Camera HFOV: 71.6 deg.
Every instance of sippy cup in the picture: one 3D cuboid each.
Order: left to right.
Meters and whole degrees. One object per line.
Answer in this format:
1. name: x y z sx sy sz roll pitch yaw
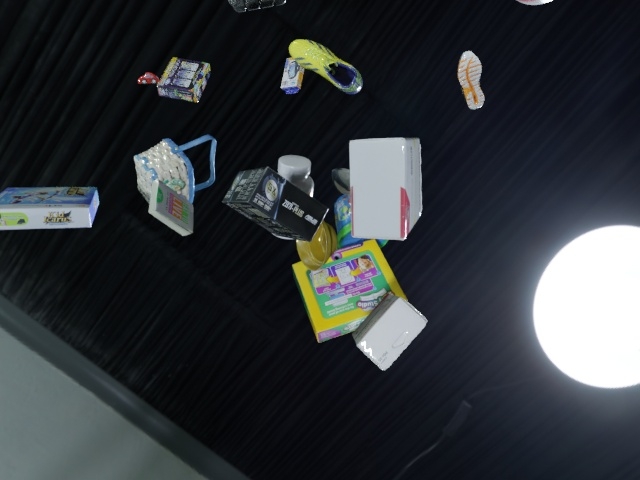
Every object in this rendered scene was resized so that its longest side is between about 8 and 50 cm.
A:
1. sippy cup: 0.161 -0.086 1.929 0.240 0.305 0.224 67 6 -54

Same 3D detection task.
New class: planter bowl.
1. planter bowl: 0.000 0.000 1.645 0.090 0.217 0.217 -7 44 -33

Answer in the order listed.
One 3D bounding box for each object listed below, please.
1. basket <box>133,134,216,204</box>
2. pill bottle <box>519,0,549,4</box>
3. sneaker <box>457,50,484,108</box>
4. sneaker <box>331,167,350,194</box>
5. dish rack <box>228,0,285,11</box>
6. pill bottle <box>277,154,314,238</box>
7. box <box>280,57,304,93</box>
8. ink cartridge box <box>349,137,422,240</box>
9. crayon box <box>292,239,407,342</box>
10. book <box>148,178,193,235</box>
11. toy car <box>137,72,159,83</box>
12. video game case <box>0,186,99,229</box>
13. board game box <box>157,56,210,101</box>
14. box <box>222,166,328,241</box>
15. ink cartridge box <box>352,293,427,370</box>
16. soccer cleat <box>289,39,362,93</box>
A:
1. basket: -0.514 -0.247 1.625 0.289 0.255 0.201 -34 68 -31
2. pill bottle: 0.490 -0.759 1.102 0.407 0.229 0.229 -7 47 -43
3. sneaker: 0.544 -0.590 1.628 0.083 0.084 0.215 -91 162 -48
4. sneaker: 0.165 -0.233 1.686 0.283 0.122 0.110 10 61 -39
5. dish rack: -0.215 -0.894 1.465 0.271 0.208 0.074 91 -19 -63
6. pill bottle: -0.093 -0.140 1.420 0.136 0.246 0.136 6 31 -4
7. box: -0.104 -0.622 1.670 0.081 0.136 0.028 7 -8 37
8. ink cartridge box: 0.214 -0.175 1.384 0.160 0.279 0.384 1 12 19
9. crayon box: 0.108 0.188 1.738 0.106 0.362 0.313 88 -17 -55
10. book: -0.397 -0.086 1.186 0.144 0.035 0.096 45 36 -57
11. toy car: -0.715 -0.776 2.112 0.239 0.053 0.225 4 19 20
12. video game case: -0.776 -0.099 1.261 0.244 0.061 0.269 -2 19 -22
13. board game box: -0.487 -0.578 1.594 0.141 0.048 0.170 10 56 1
14. box: -0.095 -0.071 0.884 0.147 0.078 0.180 32 -10 -25
15. ink cartridge box: 0.217 0.287 1.455 0.117 0.207 0.283 42 -3 4
16. soccer cleat: 0.016 -0.585 1.459 0.289 0.093 0.121 36 12 8
